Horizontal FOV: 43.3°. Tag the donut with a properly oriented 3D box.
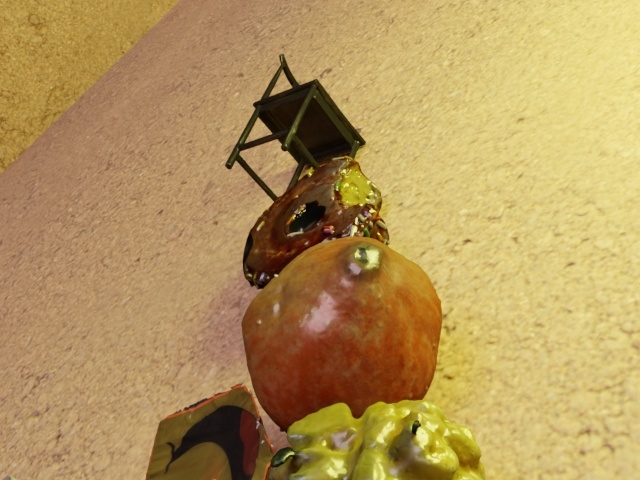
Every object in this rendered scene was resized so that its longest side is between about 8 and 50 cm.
[{"bbox_3d":[-0.001,-0.001,1.083,0.216,0.096,0.230,-41,30,3],"label":"donut"}]

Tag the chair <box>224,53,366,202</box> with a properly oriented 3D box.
[{"bbox_3d":[-0.023,-0.178,1.291,0.141,0.154,0.260,-12,43,38],"label":"chair"}]

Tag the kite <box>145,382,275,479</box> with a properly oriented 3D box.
[{"bbox_3d":[-0.144,0.304,0.815,0.327,0.013,0.377,-57,28,10],"label":"kite"}]

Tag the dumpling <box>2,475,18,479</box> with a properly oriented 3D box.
[{"bbox_3d":[-0.441,0.410,0.988,0.163,0.132,0.250,-21,35,23],"label":"dumpling"}]

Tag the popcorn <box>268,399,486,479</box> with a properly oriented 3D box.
[{"bbox_3d":[0.039,0.231,0.662,0.189,0.169,0.218,-4,39,43],"label":"popcorn"}]

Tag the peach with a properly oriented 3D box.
[{"bbox_3d":[0.023,0.088,0.817,0.233,0.232,0.232,-28,33,20],"label":"peach"}]
